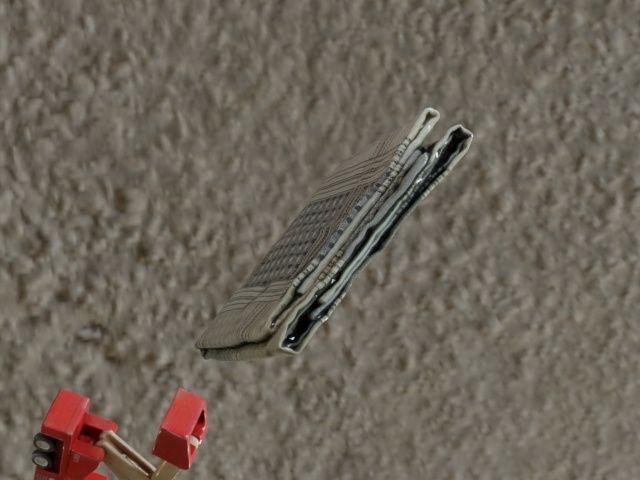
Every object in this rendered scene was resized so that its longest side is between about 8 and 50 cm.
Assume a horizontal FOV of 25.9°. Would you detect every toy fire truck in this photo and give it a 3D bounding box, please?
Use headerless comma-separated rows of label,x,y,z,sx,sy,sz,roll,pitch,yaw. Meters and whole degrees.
toy fire truck,-0.176,0.188,1.188,0.135,0.047,0.192,20,134,2

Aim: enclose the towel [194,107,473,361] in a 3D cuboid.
towel,0.000,0.000,1.485,0.056,0.324,0.312,44,72,-11
